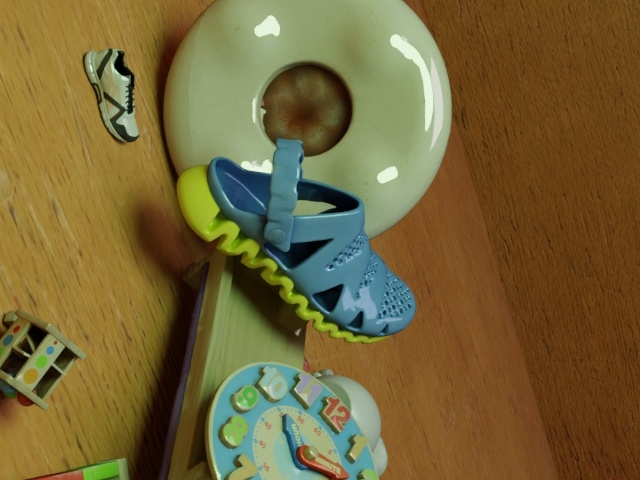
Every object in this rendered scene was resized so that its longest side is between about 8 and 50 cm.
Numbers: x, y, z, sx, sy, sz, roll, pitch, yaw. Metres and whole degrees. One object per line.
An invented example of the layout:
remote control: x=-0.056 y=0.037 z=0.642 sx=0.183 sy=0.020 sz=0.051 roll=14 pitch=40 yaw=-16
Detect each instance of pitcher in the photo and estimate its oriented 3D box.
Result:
pitcher: x=0.018 y=0.243 z=1.386 sx=0.177 sy=0.126 sz=0.207 roll=65 pitch=3 yaw=28

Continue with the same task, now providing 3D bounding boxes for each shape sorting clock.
shape sorting clock: x=-0.020 y=0.206 z=0.923 sx=0.206 sy=0.040 sz=0.206 roll=33 pitch=35 yaw=-27

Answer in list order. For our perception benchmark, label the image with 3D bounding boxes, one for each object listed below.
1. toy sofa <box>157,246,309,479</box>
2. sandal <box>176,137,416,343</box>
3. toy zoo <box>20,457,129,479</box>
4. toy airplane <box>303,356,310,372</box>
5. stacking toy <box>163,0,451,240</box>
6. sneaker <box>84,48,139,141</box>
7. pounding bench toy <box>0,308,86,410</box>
toy sofa: x=-0.101 y=0.176 z=1.061 sx=0.150 sy=0.177 sz=0.362 roll=36 pitch=34 yaw=-25
sandal: x=0.000 y=0.000 z=1.079 sx=0.317 sy=0.138 sz=0.126 roll=36 pitch=31 yaw=-28
toy zoo: x=-0.239 y=0.294 z=0.804 sx=0.293 sy=0.030 sz=0.192 roll=11 pitch=68 yaw=-67
toy airplane: x=-0.051 y=0.115 z=1.382 sx=0.151 sy=0.028 sz=0.151 roll=-12 pitch=90 yaw=-70
stacking toy: x=-0.001 y=-0.158 z=1.382 sx=0.480 sy=0.351 sz=0.350 roll=-5 pitch=83 yaw=-85
sneaker: x=-0.222 y=-0.160 z=1.087 sx=0.040 sy=0.044 sz=0.109 roll=-63 pitch=138 yaw=-62
pounding bench toy: x=-0.258 y=0.100 z=0.845 sx=0.065 sy=0.083 sz=0.052 roll=-56 pitch=136 yaw=-20
